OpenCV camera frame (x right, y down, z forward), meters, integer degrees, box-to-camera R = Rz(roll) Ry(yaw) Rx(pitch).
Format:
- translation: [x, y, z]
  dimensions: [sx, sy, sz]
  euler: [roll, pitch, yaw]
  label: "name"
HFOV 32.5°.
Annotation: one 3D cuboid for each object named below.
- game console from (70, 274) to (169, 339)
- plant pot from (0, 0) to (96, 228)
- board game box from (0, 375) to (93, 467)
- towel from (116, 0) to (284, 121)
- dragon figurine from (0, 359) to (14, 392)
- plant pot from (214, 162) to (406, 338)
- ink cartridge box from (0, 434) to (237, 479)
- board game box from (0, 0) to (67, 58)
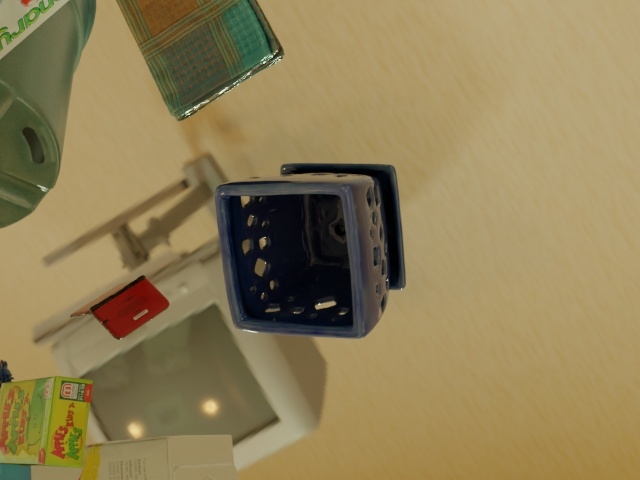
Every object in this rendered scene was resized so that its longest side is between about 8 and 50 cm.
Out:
- translation: [-0.389, 0.136, 2.136]
  dimensions: [0.144, 0.124, 0.085]
  euler: [-36, 165, -41]
  label: "game console"
- translation: [-0.450, -0.208, 1.359]
  dimensions: [0.341, 0.341, 0.334]
  euler: [-29, -136, 17]
  label: "plant pot"
- translation: [-0.309, 0.201, 1.208]
  dimensions: [0.181, 0.043, 0.092]
  euler: [-15, -113, 55]
  label: "board game box"
- translation: [-0.257, -0.447, 2.089]
  dimensions: [0.271, 0.370, 0.040]
  euler: [-29, 176, 26]
  label: "towel"
- translation: [-0.496, 0.337, 1.940]
  dimensions: [0.085, 0.289, 0.144]
  euler: [-37, 168, 33]
  label: "dragon figurine"
- translation: [0.000, 0.000, 1.667]
  dimensions: [0.236, 0.236, 0.212]
  euler: [2, -161, 29]
  label: "plant pot"
- translation: [-0.271, 0.376, 1.504]
  dimensions: [0.270, 0.197, 0.198]
  euler: [-10, 168, 20]
  label: "ink cartridge box"
- translation: [-0.275, -0.315, 1.091]
  dimensions: [0.305, 0.053, 0.193]
  euler: [-48, 167, -22]
  label: "board game box"
